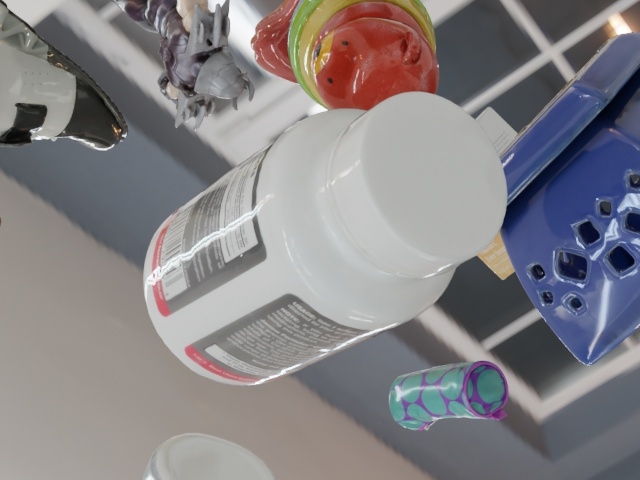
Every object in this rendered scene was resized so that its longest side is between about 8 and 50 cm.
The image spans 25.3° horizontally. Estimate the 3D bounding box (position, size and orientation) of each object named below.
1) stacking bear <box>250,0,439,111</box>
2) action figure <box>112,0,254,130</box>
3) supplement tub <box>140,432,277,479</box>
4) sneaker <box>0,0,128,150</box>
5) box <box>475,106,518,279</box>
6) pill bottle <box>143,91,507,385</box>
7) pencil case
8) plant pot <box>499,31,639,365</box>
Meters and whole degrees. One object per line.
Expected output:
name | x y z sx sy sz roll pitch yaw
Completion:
stacking bear | 0.042 -0.192 1.443 0.164 0.175 0.289 24 -164 -16
action figure | -0.148 -0.227 1.356 0.099 0.185 0.285 -19 -122 -39
supplement tub | -0.192 0.439 1.970 0.194 0.316 0.193 20 -153 -11
sneaker | -0.307 -0.140 1.312 0.122 0.146 0.330 34 177 34
box | 0.216 -0.055 1.754 0.170 0.091 0.130 44 154 0
pill bottle | 0.000 0.000 1.140 0.176 0.318 0.176 12 -113 -29
pencil case | 0.144 0.177 1.618 0.064 0.152 0.070 -23 -88 -34
plant pot | 0.296 -0.058 1.422 0.212 0.236 0.236 44 -143 2
